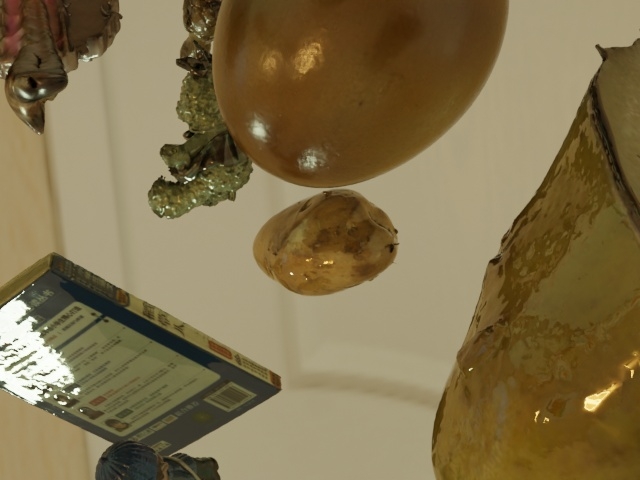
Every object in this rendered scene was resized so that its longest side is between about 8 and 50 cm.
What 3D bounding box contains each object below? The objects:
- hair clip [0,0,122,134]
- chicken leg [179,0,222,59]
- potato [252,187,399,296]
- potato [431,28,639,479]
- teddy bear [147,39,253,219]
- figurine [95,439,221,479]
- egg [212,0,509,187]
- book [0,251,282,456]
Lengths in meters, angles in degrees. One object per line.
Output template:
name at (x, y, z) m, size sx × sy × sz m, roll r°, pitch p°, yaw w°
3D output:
hair clip at (-0.263, -0.178, 1.577) m, size 0.173 × 0.069 × 0.300 m, roll -2°, pitch -150°, yaw -10°
chicken leg at (-0.144, -0.267, 2.125) m, size 0.069 × 0.085 × 0.198 m, roll 3°, pitch 152°, yaw -15°
potato at (0.003, -0.003, 2.254) m, size 0.161 × 0.128 × 0.235 m, roll -32°, pitch -160°, yaw -15°
potato at (0.223, 0.054, 1.251) m, size 0.296 × 0.290 × 0.397 m, roll -48°, pitch -169°, yaw 33°
teddy bear at (-0.127, -0.116, 2.028) m, size 0.111 × 0.213 × 0.133 m, roll 24°, pitch -150°, yaw 27°
figurine at (-0.177, 0.260, 1.908) m, size 0.149 × 0.087 × 0.086 m, roll -2°, pitch -179°, yaw -44°
egg at (0.039, -0.217, 1.787) m, size 0.283 × 0.351 × 0.282 m, roll 31°, pitch -171°, yaw -6°
book at (-0.310, 0.183, 2.518) m, size 0.428 × 0.039 × 0.300 m, roll 32°, pitch 132°, yaw -32°
